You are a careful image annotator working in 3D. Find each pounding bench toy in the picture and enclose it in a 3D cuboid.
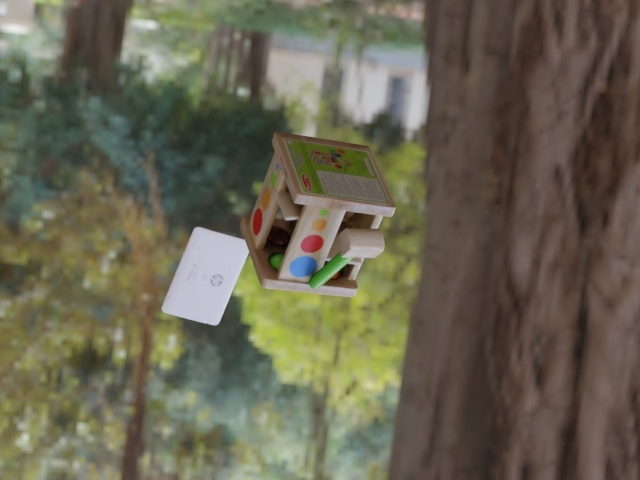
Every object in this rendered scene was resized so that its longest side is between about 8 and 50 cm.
[{"bbox_3d":[0.000,0.000,0.851,0.052,0.065,0.083,7,-145,-23],"label":"pounding bench toy"}]

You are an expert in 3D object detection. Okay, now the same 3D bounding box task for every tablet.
[{"bbox_3d":[-0.097,0.031,1.489,0.054,0.083,0.006,16,-160,-23],"label":"tablet"}]
